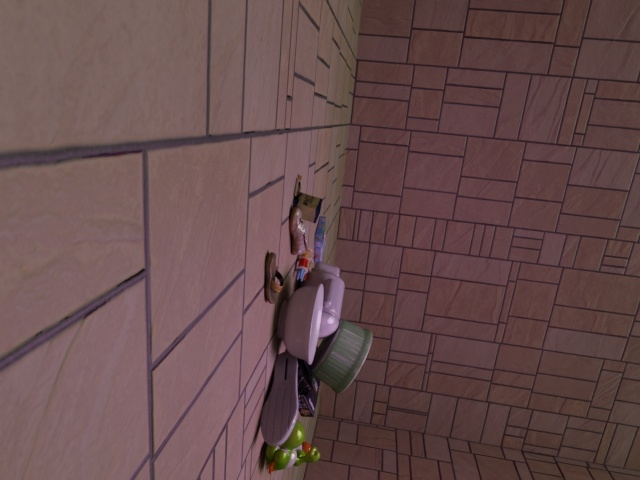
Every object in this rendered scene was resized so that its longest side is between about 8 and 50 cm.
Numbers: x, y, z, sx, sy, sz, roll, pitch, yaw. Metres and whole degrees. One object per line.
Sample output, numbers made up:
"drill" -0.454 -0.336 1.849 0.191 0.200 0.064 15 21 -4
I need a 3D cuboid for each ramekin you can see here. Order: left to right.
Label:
"ramekin" 0.083 0.491 1.888 0.303 0.148 0.303 -58 -177 5

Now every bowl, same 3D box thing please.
"bowl" -0.077 0.293 1.580 0.298 0.134 0.297 8 90 -83

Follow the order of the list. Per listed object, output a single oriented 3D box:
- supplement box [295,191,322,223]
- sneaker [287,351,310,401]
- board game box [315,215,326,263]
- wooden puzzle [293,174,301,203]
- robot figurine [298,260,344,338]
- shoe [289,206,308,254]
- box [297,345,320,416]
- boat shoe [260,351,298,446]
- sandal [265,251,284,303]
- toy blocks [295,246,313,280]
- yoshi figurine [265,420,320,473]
"supplement box" -0.044 -0.117 1.554 0.083 0.083 0.056 101 8 -55
"sneaker" -0.096 0.543 1.735 0.087 0.131 0.227 92 6 -51
"board game box" 0.000 0.000 2.339 0.160 0.039 0.211 -76 172 -47
"wooden puzzle" -0.079 -0.182 1.552 0.078 0.014 0.116 44 54 -82
"robot figurine" -0.007 0.269 1.864 0.300 0.200 0.353 118 -14 -59
"shoe" -0.075 -0.032 1.559 0.076 0.059 0.218 -76 171 -45
"box" -0.068 0.592 1.963 0.293 0.074 0.295 -79 158 -48
"boat shoe" -0.124 0.560 1.519 0.335 0.121 0.119 -79 168 -46
"sandal" -0.132 0.116 1.273 0.072 0.049 0.180 -72 168 -58
"toy blocks" -0.070 0.118 1.789 0.123 0.054 0.148 88 11 -52
"yoshi figurine" -0.111 0.778 1.681 0.362 0.204 0.202 75 7 -67
